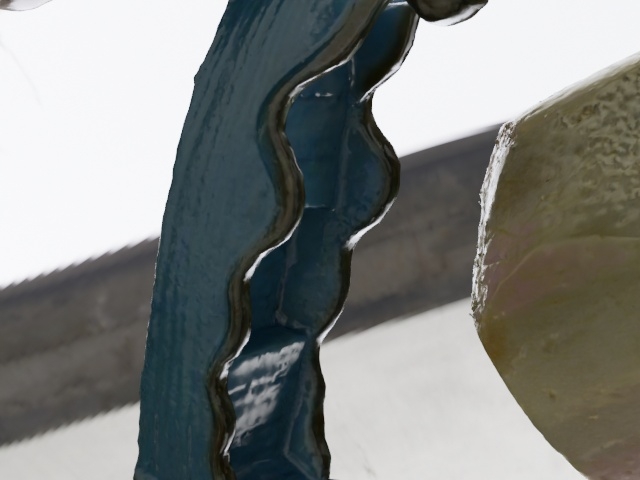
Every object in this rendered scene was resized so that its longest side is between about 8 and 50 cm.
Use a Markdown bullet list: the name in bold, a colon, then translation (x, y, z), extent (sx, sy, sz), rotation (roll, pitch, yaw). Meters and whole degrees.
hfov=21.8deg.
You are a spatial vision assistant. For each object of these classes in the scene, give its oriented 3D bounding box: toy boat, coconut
- **toy boat**: translation (0.000, 0.000, 0.487), extent (0.077, 0.075, 0.186), rotation (13, -81, 23)
- **coconut**: translation (0.179, 0.015, 0.818), extent (0.241, 0.241, 0.241), rotation (-6, -120, 11)

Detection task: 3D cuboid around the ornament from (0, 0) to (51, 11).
- **ornament**: translation (-0.155, -0.216, 0.654), extent (0.235, 0.217, 0.221), rotation (42, -113, -13)
